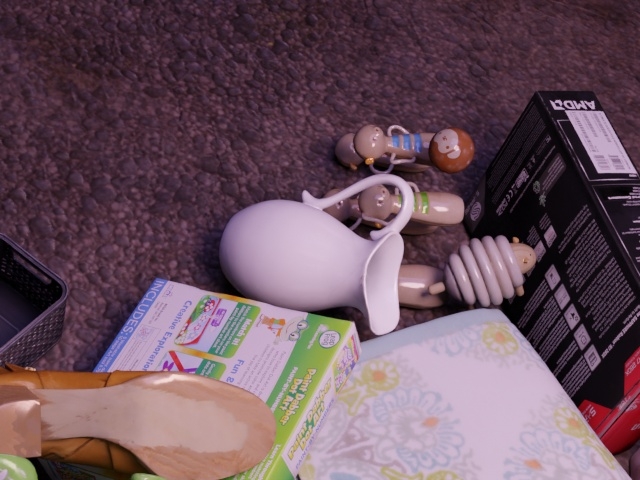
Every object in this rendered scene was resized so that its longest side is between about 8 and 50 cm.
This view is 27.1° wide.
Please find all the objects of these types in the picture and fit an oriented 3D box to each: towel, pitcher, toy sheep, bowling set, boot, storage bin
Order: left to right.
[{"bbox_3d":[-0.365,0.091,1.388,0.122,0.084,0.180,36,50,13],"label":"storage bin"},{"bbox_3d":[-0.211,0.159,1.264,0.295,0.211,0.104,5,92,-26],"label":"boot"},{"bbox_3d":[0.000,0.000,1.496,0.207,0.125,0.178,12,81,30],"label":"pitcher"},{"bbox_3d":[0.087,-0.078,1.594,0.154,0.200,0.287,5,47,-11],"label":"bowling set"},{"bbox_3d":[0.119,0.241,1.398,0.374,0.090,0.321,-15,53,-23],"label":"towel"},{"bbox_3d":[0.188,0.039,1.536,0.132,0.091,0.091,-24,58,0],"label":"toy sheep"}]

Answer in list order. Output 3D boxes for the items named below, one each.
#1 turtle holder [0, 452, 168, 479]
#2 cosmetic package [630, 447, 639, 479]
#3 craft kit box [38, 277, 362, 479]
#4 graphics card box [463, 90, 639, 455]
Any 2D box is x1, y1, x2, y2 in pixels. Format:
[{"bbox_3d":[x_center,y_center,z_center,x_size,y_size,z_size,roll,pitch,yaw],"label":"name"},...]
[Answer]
[{"bbox_3d":[-0.225,0.325,1.171,0.320,0.243,0.228,25,64,-44],"label":"turtle holder"},{"bbox_3d":[0.552,0.285,1.424,0.384,0.217,0.156,15,50,-7],"label":"cosmetic package"},{"bbox_3d":[-0.119,0.164,1.347,0.246,0.061,0.250,10,50,28],"label":"craft kit box"},{"bbox_3d":[0.305,0.035,1.537,0.094,0.233,0.371,-4,53,-26],"label":"graphics card box"}]
